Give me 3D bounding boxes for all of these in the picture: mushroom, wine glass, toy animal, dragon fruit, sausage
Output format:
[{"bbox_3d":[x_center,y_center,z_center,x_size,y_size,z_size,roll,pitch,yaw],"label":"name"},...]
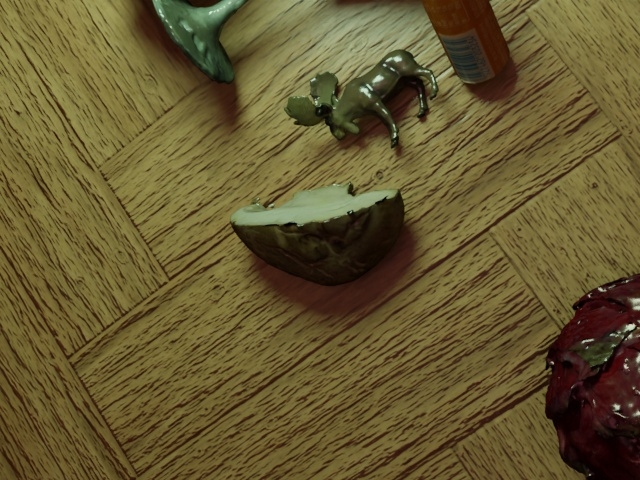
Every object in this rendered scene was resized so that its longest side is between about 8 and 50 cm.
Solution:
[{"bbox_3d":[0.000,0.000,1.324,0.286,0.156,0.151,-6,115,16],"label":"mushroom"},{"bbox_3d":[-0.051,-0.440,1.289,0.406,0.267,0.267,-34,80,17],"label":"wine glass"},{"bbox_3d":[0.067,-0.231,1.328,0.214,0.094,0.186,-45,82,2],"label":"toy animal"},{"bbox_3d":[0.459,0.194,1.097,0.330,0.329,0.329,0,88,15],"label":"dragon fruit"},{"bbox_3d":[0.186,-0.366,1.183,0.093,0.312,0.092,-17,49,21],"label":"sausage"}]
